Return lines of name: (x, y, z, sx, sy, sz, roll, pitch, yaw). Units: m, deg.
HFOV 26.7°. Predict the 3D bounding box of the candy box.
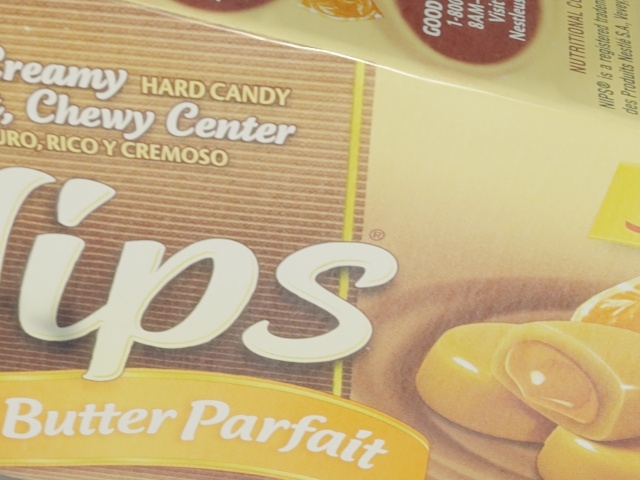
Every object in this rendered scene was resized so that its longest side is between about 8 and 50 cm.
candy box: (0.000, 0.000, 0.387, 0.088, 0.316, 0.183, -79, 4, -49)
